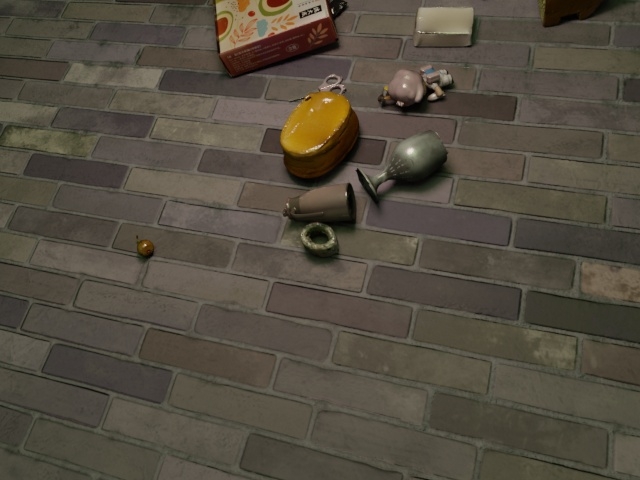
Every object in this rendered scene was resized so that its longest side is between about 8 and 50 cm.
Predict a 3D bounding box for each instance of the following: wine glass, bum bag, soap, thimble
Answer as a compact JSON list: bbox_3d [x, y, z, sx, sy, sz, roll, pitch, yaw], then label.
[{"bbox_3d":[0.229,-0.209,1.620,0.241,0.126,0.126,-31,62,0],"label":"wine glass"},{"bbox_3d":[0.036,-0.782,1.985,0.058,0.034,0.124,40,81,26],"label":"bum bag"},{"bbox_3d":[0.393,-0.680,1.843,0.183,0.063,0.121,5,65,14],"label":"soap"},{"bbox_3d":[0.000,0.000,1.604,0.110,0.062,0.084,27,76,23],"label":"thimble"}]

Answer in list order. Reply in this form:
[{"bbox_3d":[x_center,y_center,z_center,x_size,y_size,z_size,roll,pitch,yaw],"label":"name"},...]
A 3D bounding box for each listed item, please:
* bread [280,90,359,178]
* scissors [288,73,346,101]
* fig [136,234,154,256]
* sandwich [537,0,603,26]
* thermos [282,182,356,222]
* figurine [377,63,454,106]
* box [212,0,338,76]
[{"bbox_3d":[-0.005,-0.310,1.708,0.196,0.142,0.269,27,71,25],"label":"bread"},{"bbox_3d":[-0.013,-0.477,1.864,0.189,0.015,0.100,-17,61,6],"label":"scissors"},{"bbox_3d":[-0.528,0.013,1.724,0.050,0.050,0.083,-41,54,-9],"label":"fig"},{"bbox_3d":[0.787,-0.756,1.760,0.236,0.128,0.122,-8,60,8],"label":"sandwich"},{"bbox_3d":[-0.008,-0.093,1.618,0.193,0.104,0.137,-5,27,15],"label":"thermos"},{"bbox_3d":[0.287,-0.466,1.743,0.229,0.111,0.137,-18,57,-7],"label":"figurine"},{"bbox_3d":[-0.162,-0.770,1.953,0.386,0.122,0.344,-16,62,11],"label":"box"}]
